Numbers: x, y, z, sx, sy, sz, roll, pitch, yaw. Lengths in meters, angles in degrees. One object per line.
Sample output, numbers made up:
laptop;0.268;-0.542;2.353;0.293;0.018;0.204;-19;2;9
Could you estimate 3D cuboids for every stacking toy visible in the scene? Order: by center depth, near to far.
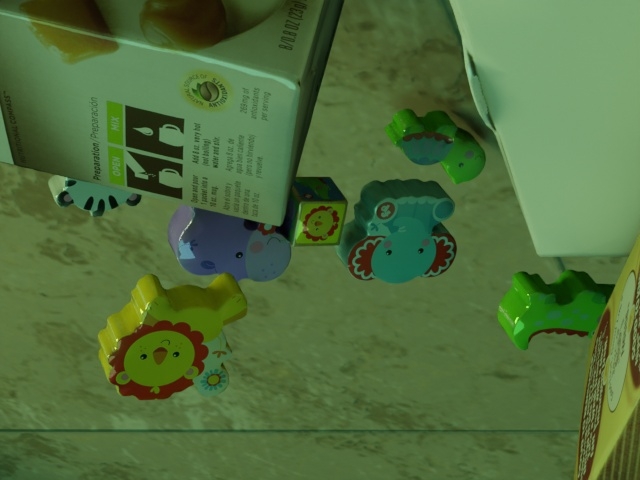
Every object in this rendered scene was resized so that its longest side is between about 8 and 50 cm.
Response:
stacking toy;0.000;0.000;0.712;0.221;0.167;0.052;-1;121;-21

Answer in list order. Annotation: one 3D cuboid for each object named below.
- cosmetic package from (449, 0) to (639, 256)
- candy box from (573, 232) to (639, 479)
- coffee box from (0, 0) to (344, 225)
cosmetic package;0.234;-0.105;0.526;0.366;0.155;0.197;2;144;20
candy box;0.196;0.007;0.485;0.183;0.087;0.316;12;149;2
coffee box;-0.116;-0.112;0.662;0.247;0.141;0.098;12;147;2
